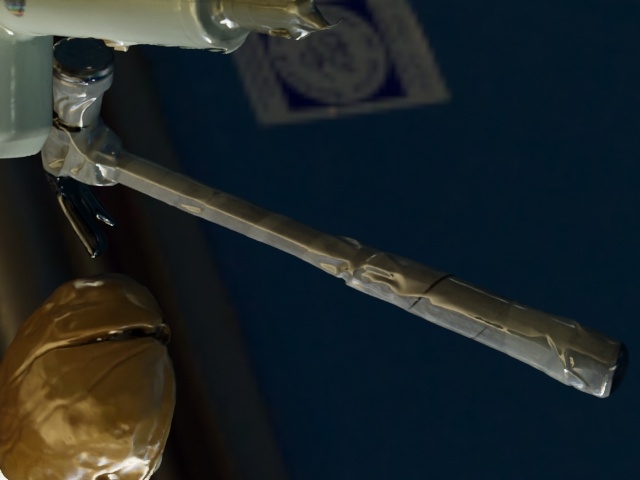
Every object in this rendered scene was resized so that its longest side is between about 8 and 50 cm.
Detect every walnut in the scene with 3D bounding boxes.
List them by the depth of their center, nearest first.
[{"bbox_3d":[-0.192,0.120,1.446,0.211,0.087,0.167,-52,-126,38],"label":"walnut"}]

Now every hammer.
[{"bbox_3d":[0.000,-0.001,1.275,0.427,0.044,0.152,21,-49,18],"label":"hammer"}]

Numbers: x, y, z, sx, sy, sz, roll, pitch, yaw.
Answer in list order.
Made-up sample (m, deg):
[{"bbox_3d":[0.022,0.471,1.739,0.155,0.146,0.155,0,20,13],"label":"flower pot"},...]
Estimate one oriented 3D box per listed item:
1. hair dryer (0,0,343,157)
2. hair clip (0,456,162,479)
[{"bbox_3d":[-0.123,-0.122,1.084,0.357,0.107,0.173,10,-75,44],"label":"hair dryer"},{"bbox_3d":[-0.287,0.189,1.855,0.172,0.282,0.113,-53,-123,33],"label":"hair clip"}]
